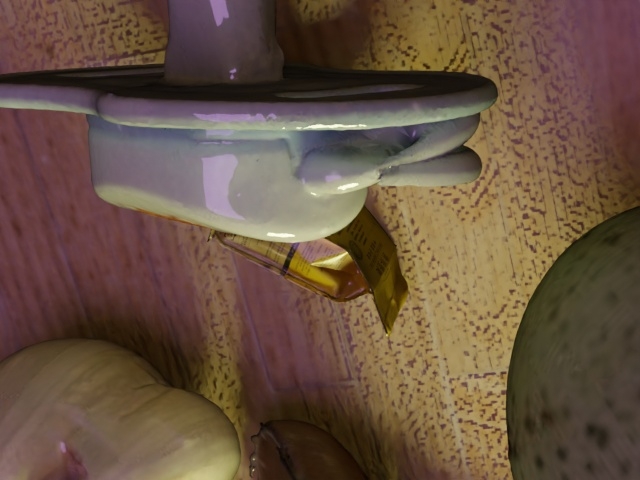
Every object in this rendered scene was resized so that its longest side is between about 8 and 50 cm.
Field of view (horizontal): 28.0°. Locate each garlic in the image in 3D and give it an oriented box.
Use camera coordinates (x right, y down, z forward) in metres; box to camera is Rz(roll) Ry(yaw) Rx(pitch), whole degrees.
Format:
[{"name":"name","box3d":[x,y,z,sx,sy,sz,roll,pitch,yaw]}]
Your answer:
[{"name":"garlic","box3d":[-0.192,0.163,0.864,0.281,0.203,0.185,-11,93,26]}]

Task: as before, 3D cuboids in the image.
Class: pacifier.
[{"name":"pacifier","box3d":[-0.040,-0.125,0.660,0.299,0.244,0.233,13,112,47]}]

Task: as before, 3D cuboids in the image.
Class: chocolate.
[{"name":"chocolate","box3d":[0.017,0.240,0.880,0.083,0.161,0.261,-14,122,-17]}]

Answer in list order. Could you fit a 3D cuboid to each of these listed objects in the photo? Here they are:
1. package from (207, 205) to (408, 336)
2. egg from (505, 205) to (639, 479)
[{"name":"package","box3d":[0.000,0.000,0.792,0.131,0.071,0.047,29,117,4]},{"name":"egg","box3d":[0.260,0.141,0.654,0.287,0.287,0.379,-33,101,28]}]
